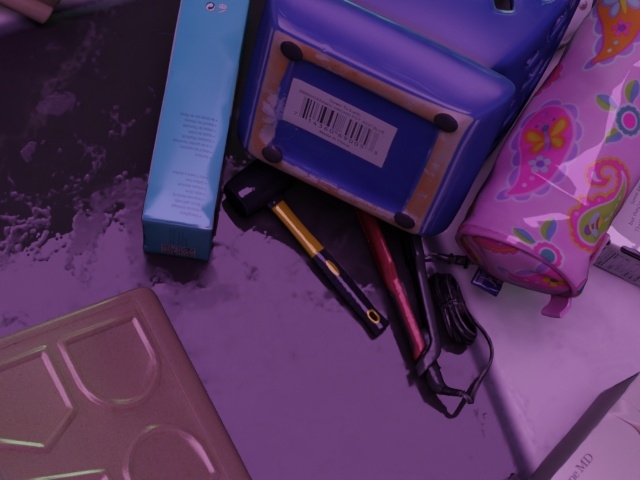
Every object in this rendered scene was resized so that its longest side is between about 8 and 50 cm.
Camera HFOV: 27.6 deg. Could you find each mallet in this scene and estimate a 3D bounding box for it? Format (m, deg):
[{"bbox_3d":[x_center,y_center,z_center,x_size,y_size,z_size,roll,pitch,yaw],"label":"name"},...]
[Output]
[{"bbox_3d":[0.000,0.000,1.150,0.189,0.039,0.062,43,71,2],"label":"mallet"}]

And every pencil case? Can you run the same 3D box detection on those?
[{"bbox_3d":[0.223,-0.081,1.087,0.124,0.124,0.284,30,77,3],"label":"pencil case"}]

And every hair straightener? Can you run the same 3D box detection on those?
[{"bbox_3d":[0.100,0.033,1.139,0.089,0.047,0.230,-17,70,-11],"label":"hair straightener"}]

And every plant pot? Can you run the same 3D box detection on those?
[{"bbox_3d":[0.063,-0.156,1.075,0.236,0.236,0.212,27,58,4],"label":"plant pot"}]

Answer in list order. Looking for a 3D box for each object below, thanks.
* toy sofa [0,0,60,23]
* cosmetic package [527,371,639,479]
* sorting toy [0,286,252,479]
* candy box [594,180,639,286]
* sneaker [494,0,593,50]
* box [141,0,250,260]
[{"bbox_3d":[-0.257,-0.391,1.194,0.150,0.177,0.363,23,70,-25],"label":"toy sofa"},{"bbox_3d":[0.314,0.273,1.060,0.309,0.113,0.160,42,74,6],"label":"cosmetic package"},{"bbox_3d":[-0.159,0.203,1.030,0.229,0.041,0.307,-19,75,-38],"label":"sorting toy"},{"bbox_3d":[0.344,-0.023,1.173,0.233,0.071,0.159,27,73,2],"label":"candy box"},{"bbox_3d":[0.264,-0.292,1.220,0.106,0.123,0.290,43,75,5],"label":"sneaker"},{"bbox_3d":[-0.106,-0.114,1.135,0.060,0.100,0.244,9,73,-4],"label":"box"}]
